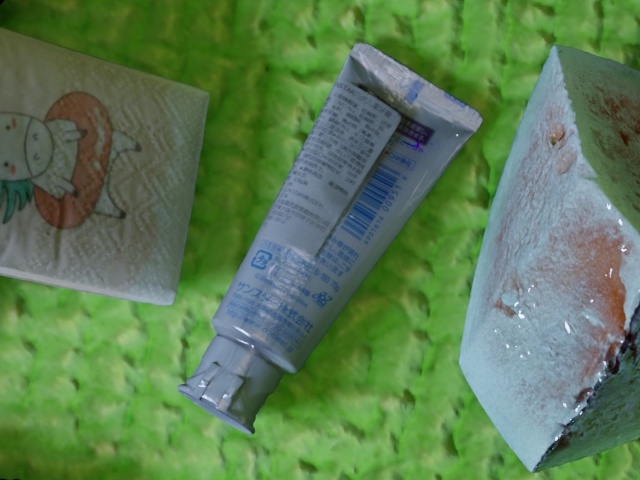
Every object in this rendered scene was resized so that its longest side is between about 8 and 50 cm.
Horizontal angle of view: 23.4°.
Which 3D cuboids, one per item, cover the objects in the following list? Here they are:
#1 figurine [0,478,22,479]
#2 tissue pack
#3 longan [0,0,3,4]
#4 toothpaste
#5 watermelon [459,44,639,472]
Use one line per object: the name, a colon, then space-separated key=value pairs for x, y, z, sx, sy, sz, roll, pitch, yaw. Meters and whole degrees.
figurine: x=-0.362 y=0.222 z=1.041 sx=0.332 sy=0.204 sz=0.185 roll=-2 pitch=83 yaw=-2
tissue pack: x=-0.237 y=-0.065 z=1.057 sx=0.325 sy=0.071 sz=0.170 roll=15 pitch=82 yaw=-35
longan: x=-0.286 y=-0.239 z=1.106 sx=0.204 sy=0.159 sz=0.185 roll=-28 pitch=82 yaw=-1
toothpaste: x=0.000 y=0.000 z=1.146 sx=0.114 sy=0.073 sz=0.299 roll=32 pitch=78 yaw=2
watermelon: x=0.232 y=-0.013 z=1.077 sx=0.319 sy=0.213 sz=0.290 roll=-17 pitch=83 yaw=6
